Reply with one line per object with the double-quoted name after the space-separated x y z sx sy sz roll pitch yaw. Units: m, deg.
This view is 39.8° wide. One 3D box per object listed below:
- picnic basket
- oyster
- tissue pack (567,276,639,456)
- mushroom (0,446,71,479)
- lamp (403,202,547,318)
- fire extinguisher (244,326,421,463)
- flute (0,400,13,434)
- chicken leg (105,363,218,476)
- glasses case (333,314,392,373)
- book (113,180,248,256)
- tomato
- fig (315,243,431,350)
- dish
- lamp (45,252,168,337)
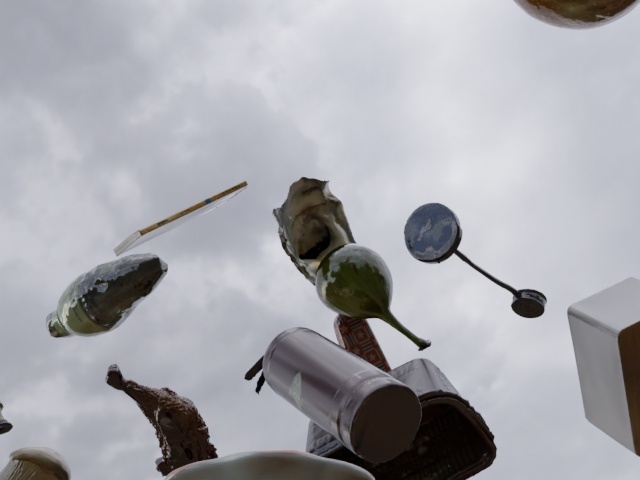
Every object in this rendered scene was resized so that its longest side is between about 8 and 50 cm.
0.119 0.315 1.423 0.297 0.129 0.222 -31 -58 14 "picnic basket"
-0.009 -0.001 1.818 0.275 0.100 0.270 -16 -70 -44 "oyster"
0.535 0.208 1.497 0.160 0.136 0.246 -23 -68 -16 "tissue pack"
-0.509 0.468 1.359 0.122 0.328 0.159 34 -25 -12 "mushroom"
0.293 0.075 1.648 0.130 0.108 0.371 -17 -45 33 "lamp"
-0.002 0.211 1.289 0.114 0.337 0.135 43 -100 -31 "fire extinguisher"
-0.390 0.118 1.006 0.027 0.233 0.027 -21 -34 -15 "flute"
-0.200 0.245 1.165 0.090 0.048 0.219 -24 -65 2 "chicken leg"
0.084 0.227 1.734 0.073 0.194 0.049 -21 -10 -26 "glasses case"
-0.269 -0.043 1.698 0.242 0.018 0.170 -28 1 -32 "book"
0.379 -0.455 1.329 0.223 0.270 0.270 1 -47 -12 "tomato"
0.092 0.123 1.660 0.151 0.259 0.151 -24 -31 -15 "fig"
-0.051 0.292 0.897 0.230 0.081 0.229 -1 -37 -1 "dish"
-0.319 0.084 1.318 0.250 0.101 0.101 -30 -45 26 "lamp"
